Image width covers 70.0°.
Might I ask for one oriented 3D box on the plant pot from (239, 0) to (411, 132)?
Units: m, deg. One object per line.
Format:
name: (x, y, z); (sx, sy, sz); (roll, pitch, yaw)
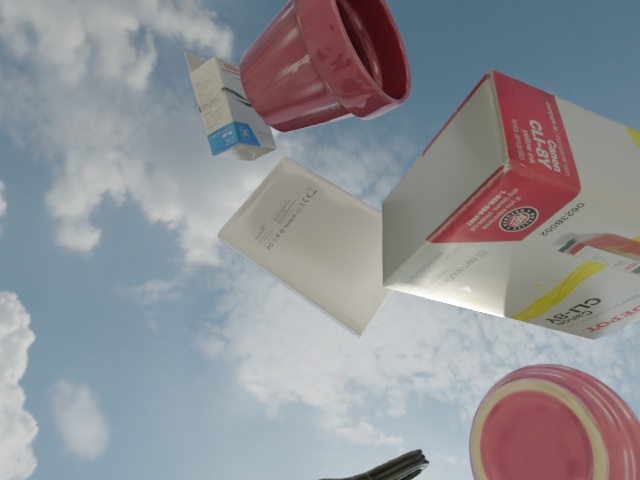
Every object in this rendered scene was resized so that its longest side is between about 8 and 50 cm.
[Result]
plant pot: (-0.002, -0.240, 0.619); (0.180, 0.201, 0.202); (-19, -81, 33)

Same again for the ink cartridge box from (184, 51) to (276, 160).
ink cartridge box: (-0.147, -0.229, 0.753); (0.060, 0.104, 0.180); (-19, -94, 29)

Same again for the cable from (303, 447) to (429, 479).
cable: (0.030, 0.308, 0.587); (0.072, 0.287, 0.140); (47, -44, 37)

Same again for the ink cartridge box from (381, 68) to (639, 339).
ink cartridge box: (0.315, -0.016, 0.627); (0.384, 0.161, 0.279); (15, -36, -14)

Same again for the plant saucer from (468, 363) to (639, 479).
plant saucer: (0.401, 0.385, 0.827); (0.084, 0.332, 0.332); (26, -67, -31)

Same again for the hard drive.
hard drive: (0.000, 0.000, 0.835); (0.318, 0.040, 0.210); (33, -108, 17)
